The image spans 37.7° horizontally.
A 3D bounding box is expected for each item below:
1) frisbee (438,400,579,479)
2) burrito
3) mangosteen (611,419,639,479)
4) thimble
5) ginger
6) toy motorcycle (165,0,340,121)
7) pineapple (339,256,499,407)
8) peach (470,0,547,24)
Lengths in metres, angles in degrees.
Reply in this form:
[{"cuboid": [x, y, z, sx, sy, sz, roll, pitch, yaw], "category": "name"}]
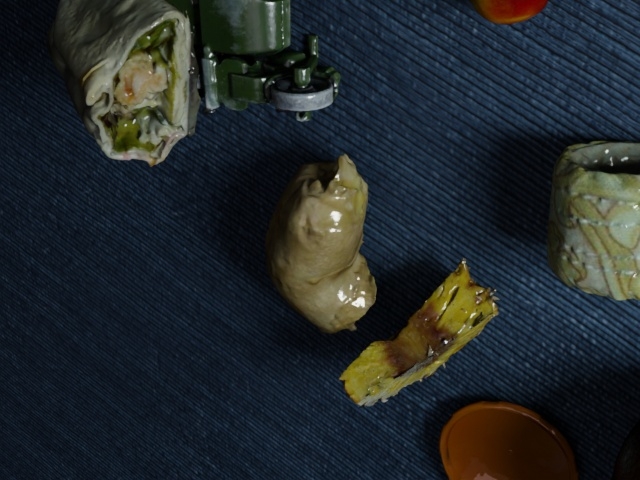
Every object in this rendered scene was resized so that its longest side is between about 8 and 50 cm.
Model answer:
[{"cuboid": [0.254, 0.293, 1.265, 0.192, 0.035, 0.192, 13, 121, 24], "category": "frisbee"}, {"cuboid": [-0.263, -0.238, 1.151, 0.332, 0.135, 0.190, 48, 149, 48], "category": "burrito"}, {"cuboid": [0.459, 0.294, 1.002, 0.311, 0.311, 0.311, 13, 120, 24], "category": "mangosteen"}, {"cuboid": [0.339, -0.024, 0.996, 0.190, 0.137, 0.143, 2, 114, 13], "category": "thimble"}, {"cuboid": [0.000, 0.000, 1.205, 0.152, 0.138, 0.267, 4, 129, 13], "category": "ginger"}, {"cuboid": [-0.092, -0.255, 1.141, 0.275, 0.127, 0.205, 16, 120, 30], "category": "toy motorcycle"}, {"cuboid": [0.132, 0.125, 1.196, 0.233, 0.135, 0.079, -39, 68, 12], "category": "pineapple"}, {"cuboid": [0.195, -0.277, 0.978, 0.101, 0.101, 0.100, 13, 120, 24], "category": "peach"}]
